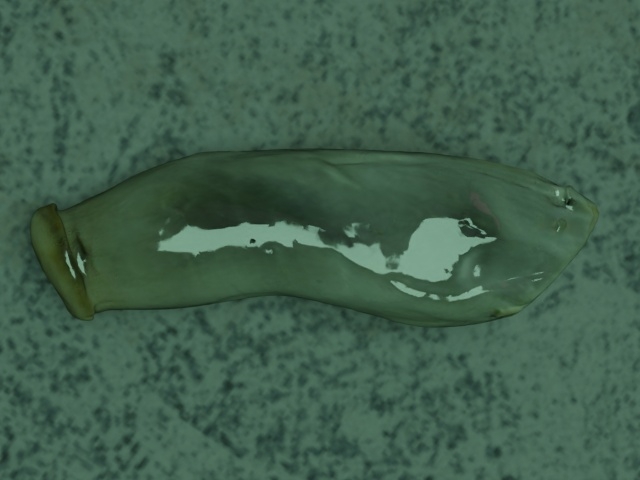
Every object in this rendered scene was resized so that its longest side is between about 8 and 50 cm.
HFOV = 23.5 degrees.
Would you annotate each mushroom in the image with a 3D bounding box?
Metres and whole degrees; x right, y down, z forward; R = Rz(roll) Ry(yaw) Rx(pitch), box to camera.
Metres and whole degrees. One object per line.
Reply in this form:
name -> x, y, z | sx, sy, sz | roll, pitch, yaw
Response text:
mushroom -> -0.001, -0.002, 0.952 | 0.351, 0.097, 0.109 | 1, 91, -4
